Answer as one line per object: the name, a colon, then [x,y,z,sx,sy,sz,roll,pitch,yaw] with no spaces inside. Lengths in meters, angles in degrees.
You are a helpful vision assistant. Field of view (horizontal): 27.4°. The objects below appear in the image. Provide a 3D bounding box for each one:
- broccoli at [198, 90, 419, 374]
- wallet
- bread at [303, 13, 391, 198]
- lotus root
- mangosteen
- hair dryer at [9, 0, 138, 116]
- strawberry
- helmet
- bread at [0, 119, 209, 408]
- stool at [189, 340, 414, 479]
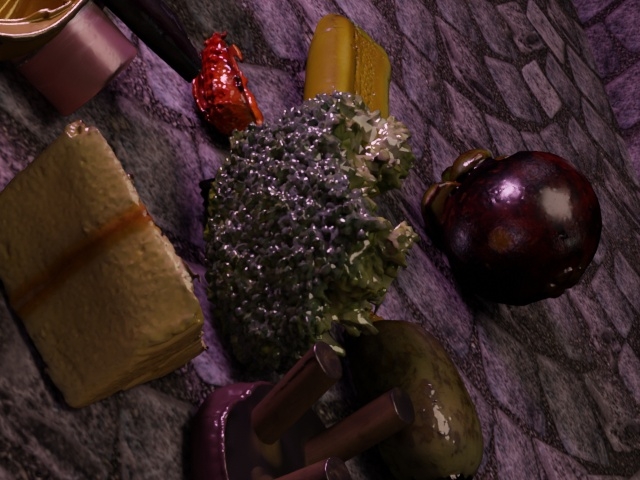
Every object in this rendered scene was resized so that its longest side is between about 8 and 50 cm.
broccoli: [-0.011,-0.020,1.698,0.338,0.277,0.317,60,29,7]
wallet: [-0.266,-0.337,1.630,0.318,0.045,0.172,43,15,-36]
bread: [0.037,-0.218,2.171,0.166,0.112,0.384,39,34,-29]
lotus root: [0.123,0.217,1.833,0.173,0.173,0.309,19,40,-52]
mangosteen: [0.346,-0.031,2.328,0.311,0.311,0.311,40,32,-32]
hair dryer: [-0.331,-0.314,1.678,0.210,0.125,0.352,47,19,-18]
strawberry: [-0.142,-0.221,1.925,0.121,0.082,0.188,57,9,-50]
helmet: [-0.340,-0.255,1.353,0.205,0.140,0.257,18,49,-11]
bread: [-0.207,0.013,1.451,0.263,0.198,0.236,61,21,9]
stool: [-0.005,0.266,1.526,0.272,0.178,0.272,40,34,-34]
